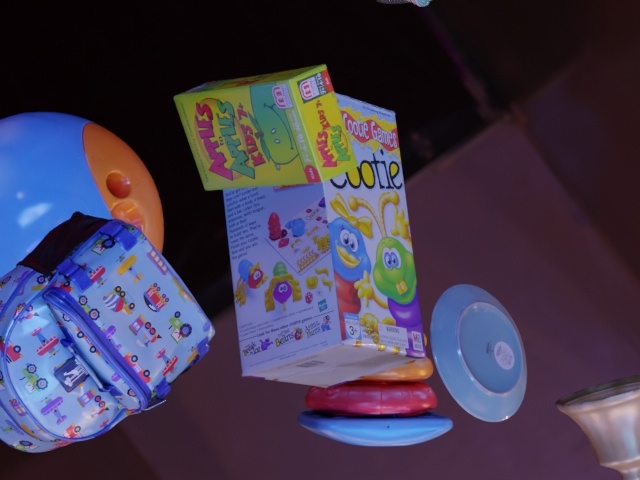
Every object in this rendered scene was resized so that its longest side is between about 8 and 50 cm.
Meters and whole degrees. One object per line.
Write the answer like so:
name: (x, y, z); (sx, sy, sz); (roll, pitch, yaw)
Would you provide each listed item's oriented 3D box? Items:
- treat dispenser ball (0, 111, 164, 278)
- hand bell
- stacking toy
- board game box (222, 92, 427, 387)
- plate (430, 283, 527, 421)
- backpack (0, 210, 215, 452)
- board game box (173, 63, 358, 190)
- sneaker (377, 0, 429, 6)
treat dispenser ball: (-0.333, -0.014, 2.231); (0.288, 0.288, 0.288); (-37, -177, 2)
hand bell: (0.355, 0.282, 2.060); (0.126, 0.242, 0.126); (-15, -178, 0)
stacking toy: (0.064, 0.095, 2.248); (0.175, 0.301, 0.166); (0, 179, -11)
board game box: (0.000, 0.000, 1.918); (0.144, 0.275, 0.142); (-19, 159, 37)
plate: (0.215, 0.144, 2.399); (0.024, 0.188, 0.188); (-25, -170, 41)
backpack: (-0.193, 0.082, 1.445); (0.173, 0.158, 0.117); (-42, -155, -25)
board game box: (-0.050, -0.096, 1.596); (0.043, 0.092, 0.181); (-27, -165, -34)
sneaker: (0.087, -0.340, 2.076); (0.076, 0.166, 0.065); (-6, 156, 23)
